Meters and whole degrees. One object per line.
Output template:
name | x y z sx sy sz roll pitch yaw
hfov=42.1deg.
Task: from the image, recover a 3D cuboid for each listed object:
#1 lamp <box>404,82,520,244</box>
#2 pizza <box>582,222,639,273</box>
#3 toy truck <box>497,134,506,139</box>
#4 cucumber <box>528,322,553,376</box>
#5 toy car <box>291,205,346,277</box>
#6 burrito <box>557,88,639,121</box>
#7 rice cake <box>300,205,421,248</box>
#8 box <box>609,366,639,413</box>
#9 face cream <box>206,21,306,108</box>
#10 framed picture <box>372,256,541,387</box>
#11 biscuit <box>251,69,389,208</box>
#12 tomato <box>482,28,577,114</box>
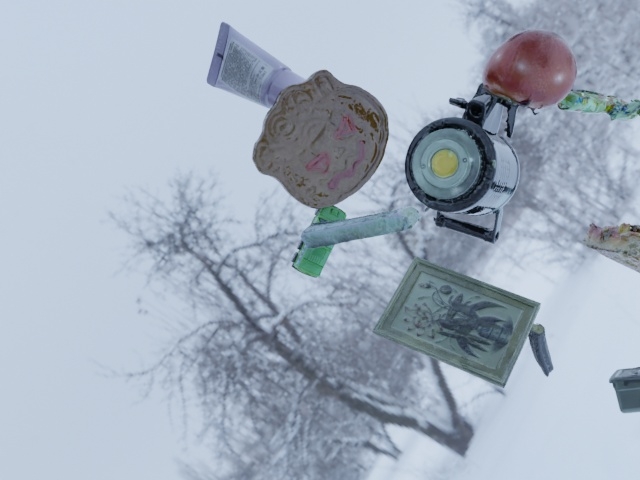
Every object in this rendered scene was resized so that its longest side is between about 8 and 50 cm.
lamp | 0.308 -0.147 1.826 0.272 0.205 0.374 -29 -47 -52
pizza | 0.890 0.043 2.083 0.130 0.440 0.406 -63 -15 -2
toy truck | 0.423 -0.249 2.077 0.083 0.044 0.039 20 81 57
cucumber | 0.434 0.216 1.645 0.033 0.034 0.134 -50 -47 -39
toy car | 0.000 0.000 1.813 0.165 0.071 0.062 -64 15 0
burrito | 0.620 -0.288 1.788 0.288 0.104 0.054 -1 -69 -41
rice cake | 0.061 -0.021 1.294 0.211 0.034 0.043 -11 20 38
box | 0.770 0.359 1.999 0.172 0.124 0.092 0 -100 -63
face cream | -0.146 -0.372 1.878 0.096 0.274 0.154 -24 -41 -50
framed picture | 0.224 0.129 1.367 0.173 0.231 0.010 -58 -22 -30
biscuit | 0.007 -0.210 1.724 0.273 0.257 0.049 -56 13 -7
tomato | 0.389 -0.317 1.533 0.167 0.167 0.167 -55 -8 -12
